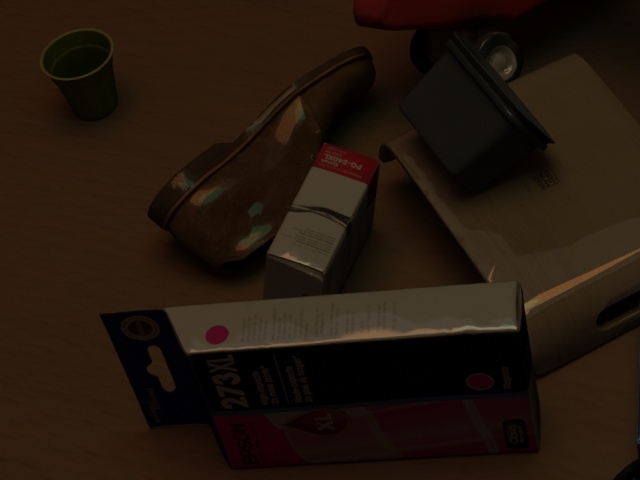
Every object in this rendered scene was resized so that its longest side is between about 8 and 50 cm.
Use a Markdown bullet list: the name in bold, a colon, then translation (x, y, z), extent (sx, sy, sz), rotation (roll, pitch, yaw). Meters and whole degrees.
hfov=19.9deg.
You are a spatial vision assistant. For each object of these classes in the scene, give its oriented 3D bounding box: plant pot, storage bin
- **plant pot**: translation (-0.257, -0.177, 2.006), extent (0.083, 0.079, 0.083), rotation (-7, 48, 8)
- **storage bin**: translation (0.144, -0.114, 1.726), extent (0.091, 0.098, 0.135), rotation (-42, 55, 12)

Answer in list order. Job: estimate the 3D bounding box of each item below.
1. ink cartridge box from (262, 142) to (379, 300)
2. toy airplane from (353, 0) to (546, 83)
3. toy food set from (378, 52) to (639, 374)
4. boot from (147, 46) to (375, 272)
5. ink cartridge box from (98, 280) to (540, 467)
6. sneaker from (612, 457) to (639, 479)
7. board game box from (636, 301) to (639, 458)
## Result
- **ink cartridge box**: translation (0.000, 0.000, 1.753), extent (0.063, 0.109, 0.150), rotation (20, 54, 10)
- **toy airplane**: translation (0.236, -0.358, 1.912), extent (0.386, 0.272, 0.384), rotation (-13, 25, 22)
- **toy food set**: translation (0.221, -0.032, 1.761), extent (0.220, 0.092, 0.306), rotation (-26, 55, -11)
- **boot**: translation (-0.032, -0.082, 1.871), extent (0.115, 0.112, 0.305), rotation (42, 64, 10)
- **ink cartridge box**: translation (0.002, 0.122, 1.601), extent (0.371, 0.176, 0.069), rotation (-3, 49, 12)
- **sneaker**: translation (0.322, 0.232, 1.391), extent (0.483, 0.202, 0.185), rotation (-39, 63, -18)
- **board game box**: translation (0.386, 0.123, 1.598), extent (0.211, 0.039, 0.160), rotation (-2, 48, 13)
